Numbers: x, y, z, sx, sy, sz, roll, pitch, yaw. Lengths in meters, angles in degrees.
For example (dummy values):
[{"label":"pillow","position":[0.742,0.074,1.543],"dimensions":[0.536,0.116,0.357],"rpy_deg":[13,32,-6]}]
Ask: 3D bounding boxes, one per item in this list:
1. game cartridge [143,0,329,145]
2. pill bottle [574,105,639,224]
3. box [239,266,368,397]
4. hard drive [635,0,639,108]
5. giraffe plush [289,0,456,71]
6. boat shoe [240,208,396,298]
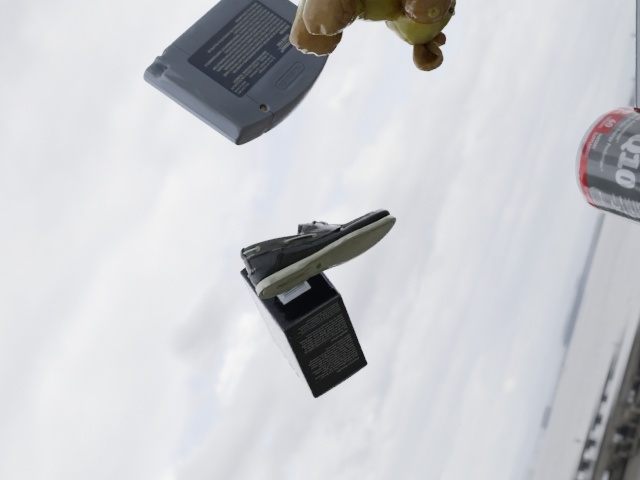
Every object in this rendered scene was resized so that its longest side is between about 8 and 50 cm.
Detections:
[{"label":"game cartridge","position":[-0.107,-0.268,1.812],"dimensions":[0.297,0.198,0.062],"rpy_deg":[-51,-1,-42]},{"label":"pill bottle","position":[0.501,-0.085,1.654],"dimensions":[0.161,0.283,0.161],"rpy_deg":[-10,-71,-29]},{"label":"box","position":[-0.025,0.125,1.924],"dimensions":[0.108,0.153,0.207],"rpy_deg":[-32,-39,-9]},{"label":"hard drive","position":[0.632,-0.277,1.886],"dimensions":[0.047,0.353,0.233],"rpy_deg":[-13,71,56]},{"label":"giraffe plush","position":[0.072,-0.268,1.305],"dimensions":[0.210,0.170,0.181],"rpy_deg":[-123,52,-79]},{"label":"boat shoe","position":[0.000,0.000,1.689],"dimensions":[0.233,0.079,0.084],"rpy_deg":[-23,-23,-19]}]
